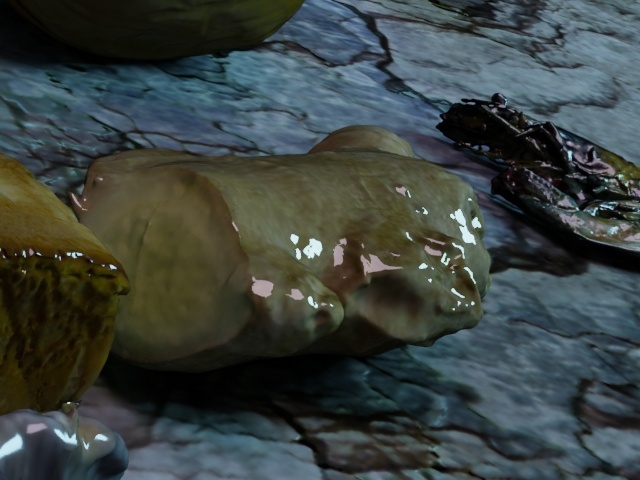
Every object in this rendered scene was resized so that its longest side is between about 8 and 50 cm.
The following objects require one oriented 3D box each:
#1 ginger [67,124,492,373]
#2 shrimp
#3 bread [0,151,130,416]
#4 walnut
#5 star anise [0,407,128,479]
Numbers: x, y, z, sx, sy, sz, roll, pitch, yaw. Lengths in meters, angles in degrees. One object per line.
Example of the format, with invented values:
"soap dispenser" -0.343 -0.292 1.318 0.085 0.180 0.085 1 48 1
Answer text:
"ginger" 0.003 0.002 0.596 0.137 0.074 0.213 30 20 28
"shrimp" 0.121 -0.032 0.795 0.161 0.034 0.091 30 27 24
"bread" -0.111 0.017 0.482 0.070 0.077 0.083 10 22 -46
"walnut" -0.089 -0.171 0.803 0.207 0.167 0.167 -2 30 -42
"star anise" -0.099 0.088 0.342 0.208 0.063 0.172 5 28 -26
